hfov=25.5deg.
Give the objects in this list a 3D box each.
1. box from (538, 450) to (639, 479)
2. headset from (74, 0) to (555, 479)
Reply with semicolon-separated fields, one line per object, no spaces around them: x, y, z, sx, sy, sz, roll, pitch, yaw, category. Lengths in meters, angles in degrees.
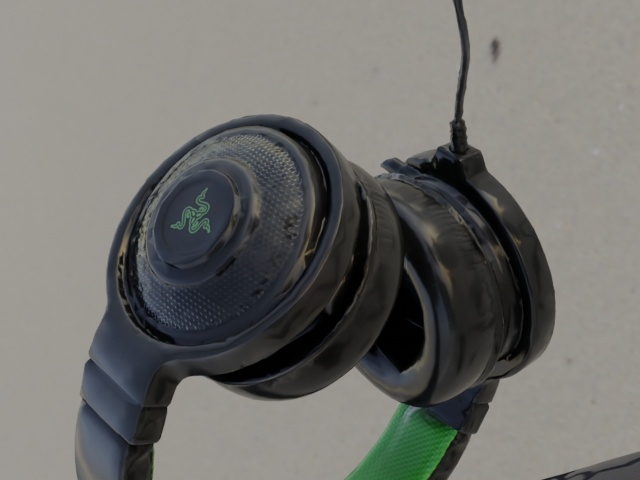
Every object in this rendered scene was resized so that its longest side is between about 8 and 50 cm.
-0.008;0.262;0.283;0.179;0.313;0.343;-101;-5;-76;box
0.000;0.000;0.726;0.185;0.243;0.394;35;110;42;headset
